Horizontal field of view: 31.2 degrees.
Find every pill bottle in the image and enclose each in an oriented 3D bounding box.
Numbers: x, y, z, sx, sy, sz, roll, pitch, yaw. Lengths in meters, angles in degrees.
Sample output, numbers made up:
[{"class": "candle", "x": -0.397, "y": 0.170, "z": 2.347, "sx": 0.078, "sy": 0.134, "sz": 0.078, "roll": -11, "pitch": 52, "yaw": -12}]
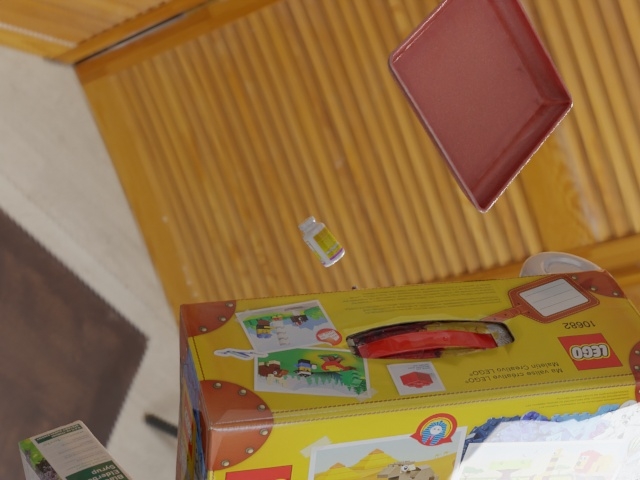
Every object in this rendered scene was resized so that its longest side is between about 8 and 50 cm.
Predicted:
[{"class": "pill bottle", "x": 0.364, "y": 0.161, "z": 1.830, "sx": 0.146, "sy": 0.146, "sz": 0.264, "roll": -36, "pitch": 142, "yaw": -54}, {"class": "pill bottle", "x": 0.000, "y": 0.000, "z": 1.906, "sx": 0.083, "sy": 0.043, "sz": 0.043, "roll": 52, "pitch": 39, "yaw": -9}]

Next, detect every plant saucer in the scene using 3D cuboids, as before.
[{"class": "plant saucer", "x": 0.212, "y": -0.213, "z": 1.561, "sx": 0.258, "sy": 0.048, "sz": 0.259, "roll": -48, "pitch": 115, "yaw": -29}]

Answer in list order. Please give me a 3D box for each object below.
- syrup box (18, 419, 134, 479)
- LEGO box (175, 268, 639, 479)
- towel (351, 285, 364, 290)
[{"class": "syrup box", "x": -0.304, "y": 0.336, "z": 1.493, "sx": 0.093, "sy": 0.237, "sz": 0.096, "roll": -18, "pitch": 116, "yaw": -28}, {"class": "LEGO box", "x": 0.095, "y": 0.248, "z": 1.284, "sx": 0.193, "sy": 0.500, "sz": 0.372, "roll": -114, "pitch": -155, "yaw": -50}, {"class": "towel", "x": 0.045, "y": 0.250, "z": 2.096, "sx": 0.237, "sy": 0.037, "sz": 0.329, "roll": 68, "pitch": 33, "yaw": -85}]
